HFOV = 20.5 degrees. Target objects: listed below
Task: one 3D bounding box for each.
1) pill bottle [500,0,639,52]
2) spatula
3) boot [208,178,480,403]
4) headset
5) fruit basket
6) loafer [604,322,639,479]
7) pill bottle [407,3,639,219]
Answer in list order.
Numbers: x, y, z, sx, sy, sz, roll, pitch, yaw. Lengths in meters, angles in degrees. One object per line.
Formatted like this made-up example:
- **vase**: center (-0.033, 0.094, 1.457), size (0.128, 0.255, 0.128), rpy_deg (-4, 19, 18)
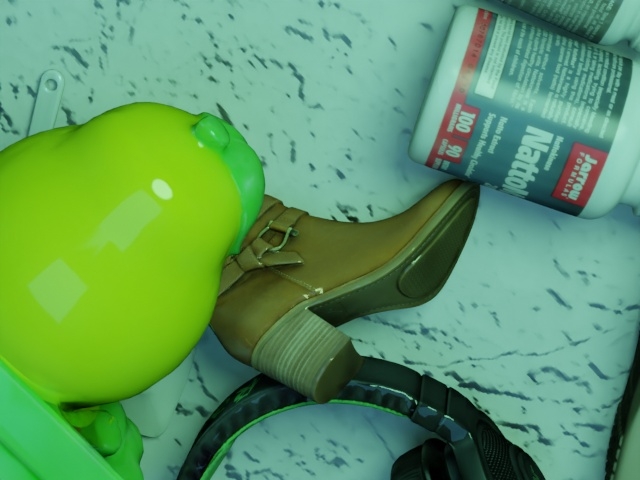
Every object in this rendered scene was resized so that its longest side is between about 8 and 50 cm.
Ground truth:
- **pill bottle**: center (0.166, -0.170, 1.114), size (0.137, 0.078, 0.078), rpy_deg (24, 109, -1)
- **spatula**: center (-0.156, 0.012, 1.247), size (0.168, 0.019, 0.242), rpy_deg (19, 107, 4)
- **boot**: center (0.000, 0.000, 1.191), size (0.152, 0.073, 0.197), rpy_deg (35, 68, 28)
- **headset**: center (0.079, 0.247, 1.204), size (0.394, 0.185, 0.243), rpy_deg (30, 109, -4)
- **fruit basket**: center (-0.202, 0.050, 1.124), size (0.392, 0.283, 0.392), rpy_deg (-1, 94, -16)
- **loafer**: center (0.257, 0.077, 1.178), size (0.092, 0.102, 0.269), rpy_deg (12, 118, 2)
- **pill bottle**: center (0.156, -0.074, 1.130), size (0.180, 0.108, 0.108), rpy_deg (18, 109, 1)
